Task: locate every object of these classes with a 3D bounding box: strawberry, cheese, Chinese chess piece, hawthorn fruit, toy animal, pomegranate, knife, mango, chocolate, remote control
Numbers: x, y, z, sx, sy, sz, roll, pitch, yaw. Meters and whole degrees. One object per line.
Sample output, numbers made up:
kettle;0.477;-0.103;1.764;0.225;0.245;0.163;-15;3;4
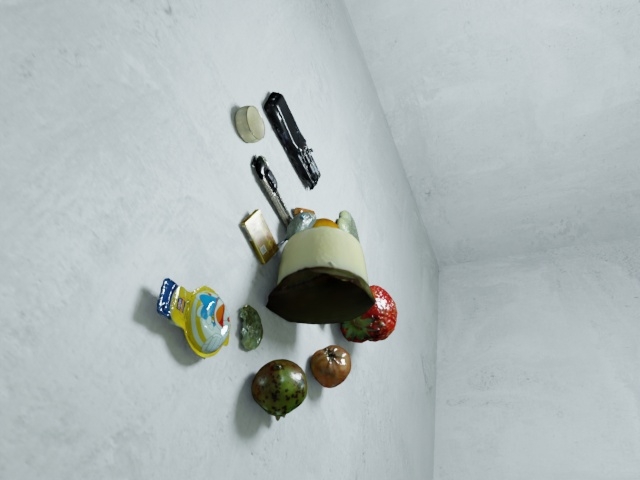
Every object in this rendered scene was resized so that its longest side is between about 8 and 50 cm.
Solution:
strawberry;0.208;0.297;2.008;0.288;0.250;0.239;-21;101;-50
cheese;-0.295;0.183;1.158;0.270;0.069;0.177;48;38;-50
Chinese chess piece;-0.231;-0.380;1.584;0.122;0.051;0.122;-10;90;-68
hawthorn fruit;0.050;0.459;1.719;0.189;0.149;0.149;58;31;-31
toy animal;-0.107;-0.026;1.664;0.253;0.070;0.079;-36;101;-37
pomegranate;-0.116;0.431;1.374;0.159;0.159;0.205;-67;164;-52
knife;-0.139;-0.138;1.690;0.365;0.043;0.089;64;33;-33
mango;0.000;-0.006;1.847;0.221;0.120;0.152;-24;103;-58
chocolate;-0.005;0.096;1.587;0.326;0.313;0.297;39;37;-52
remote control;-0.096;-0.378;1.869;0.399;0.062;0.145;61;30;-35

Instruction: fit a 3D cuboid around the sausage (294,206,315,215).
sausage;-0.063;-0.104;1.845;0.131;0.041;0.039;4;97;-65

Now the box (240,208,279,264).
box;-0.189;-0.011;1.522;0.089;0.022;0.156;-51;127;-41

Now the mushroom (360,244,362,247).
mushroom;0.080;0.163;1.918;0.122;0.159;0.329;25;48;-12

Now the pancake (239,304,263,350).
pancake;-0.200;0.253;1.400;0.116;0.022;0.130;42;42;-57

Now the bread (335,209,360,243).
bread;0.133;0.006;2.226;0.207;0.056;0.287;-35;110;-66
